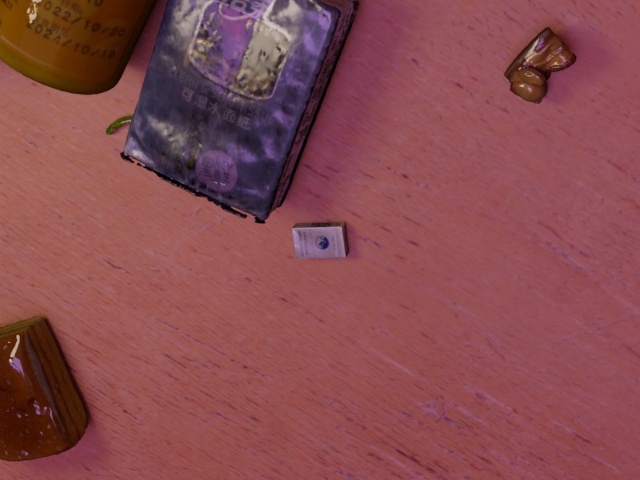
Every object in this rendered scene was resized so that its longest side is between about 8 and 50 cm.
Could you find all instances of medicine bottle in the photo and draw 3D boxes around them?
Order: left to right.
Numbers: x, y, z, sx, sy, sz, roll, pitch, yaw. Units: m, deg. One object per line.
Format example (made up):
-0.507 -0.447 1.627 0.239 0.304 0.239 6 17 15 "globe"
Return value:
-0.315 -0.417 1.639 0.224 0.224 0.384 33 117 1 "medicine bottle"

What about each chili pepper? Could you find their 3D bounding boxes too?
-0.306 -0.183 1.849 0.083 0.017 0.030 -12 128 20 "chili pepper"

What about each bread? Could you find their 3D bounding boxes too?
-0.530 0.267 2.040 0.184 0.110 0.234 -15 107 21 "bread"

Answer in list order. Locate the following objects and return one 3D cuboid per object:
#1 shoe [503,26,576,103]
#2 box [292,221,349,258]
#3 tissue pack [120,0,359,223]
0.304 -0.240 1.625 0.069 0.072 0.109 38 116 4 "shoe"
0.000 0.000 1.834 0.083 0.024 0.054 -1 109 17 "box"
-0.123 -0.238 1.719 0.259 0.122 0.361 27 118 7 "tissue pack"
